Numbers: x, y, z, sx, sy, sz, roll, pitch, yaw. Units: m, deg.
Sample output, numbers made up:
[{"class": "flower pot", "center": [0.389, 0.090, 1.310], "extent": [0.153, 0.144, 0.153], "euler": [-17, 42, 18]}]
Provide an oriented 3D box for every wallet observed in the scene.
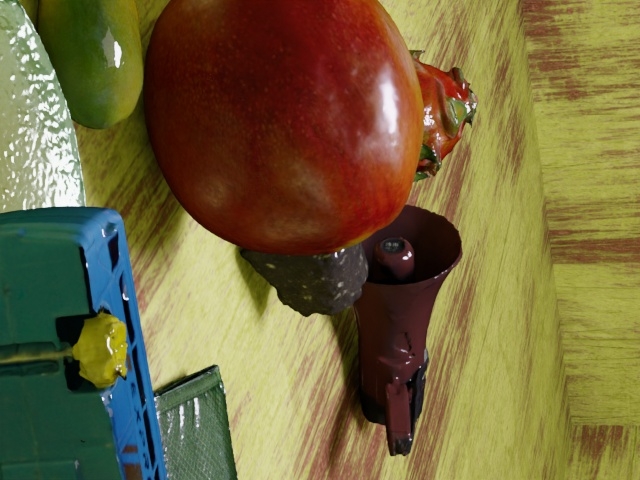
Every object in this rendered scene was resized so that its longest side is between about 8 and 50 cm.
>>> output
[{"class": "wallet", "center": [-0.135, 0.261, 1.603], "extent": [0.160, 0.055, 0.236], "euler": [-22, 104, -69]}]

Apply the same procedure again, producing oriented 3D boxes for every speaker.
[{"class": "speaker", "center": [0.126, 0.148, 2.197], "extent": [0.259, 0.198, 0.329], "euler": [43, -35, 52]}]

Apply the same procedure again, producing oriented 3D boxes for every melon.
[{"class": "melon", "center": [-0.260, -0.101, 1.270], "extent": [0.114, 0.053, 0.262], "euler": [-24, 109, -51]}]

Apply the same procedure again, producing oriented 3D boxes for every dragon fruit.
[{"class": "dragon fruit", "center": [0.118, -0.153, 2.210], "extent": [0.269, 0.200, 0.198], "euler": [-66, 148, -52]}]

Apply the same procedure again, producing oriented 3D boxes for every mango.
[{"class": "mango", "center": [-0.202, -0.194, 1.362], "extent": [0.122, 0.085, 0.191], "euler": [-11, 101, -70]}]

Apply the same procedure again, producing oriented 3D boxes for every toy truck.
[{"class": "toy truck", "center": [-0.208, 0.156, 1.215], "extent": [0.162, 0.161, 0.385], "euler": [-79, 162, -69]}]

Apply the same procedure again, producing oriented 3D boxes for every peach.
[{"class": "peach", "center": [-0.038, -0.147, 1.546], "extent": [0.308, 0.307, 0.332], "euler": [-73, 158, -46]}]

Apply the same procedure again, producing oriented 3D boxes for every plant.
[{"class": "plant", "center": [-0.022, -0.007, 1.857], "extent": [0.129, 0.132, 0.194], "euler": [-77, 151, -49]}]
